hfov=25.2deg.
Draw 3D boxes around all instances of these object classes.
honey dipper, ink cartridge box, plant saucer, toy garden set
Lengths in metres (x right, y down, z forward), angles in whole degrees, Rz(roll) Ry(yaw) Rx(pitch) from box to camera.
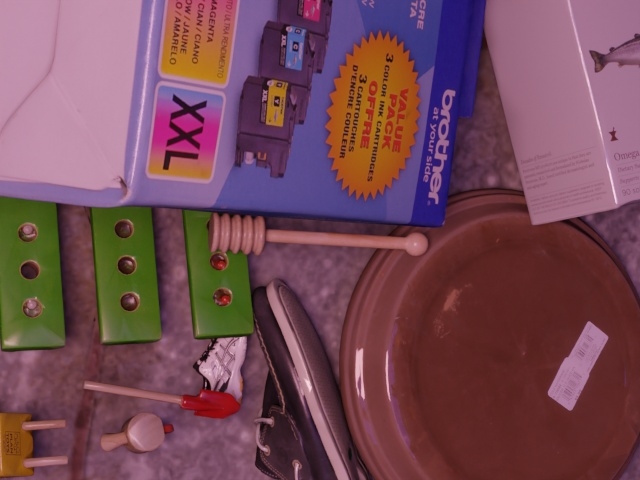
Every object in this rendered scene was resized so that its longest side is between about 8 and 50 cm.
[{"bbox_3d":[0.000,0.000,1.032,0.161,0.030,0.030,5,93,-13],"label":"honey dipper"},{"bbox_3d":[-0.028,-0.149,0.931,0.395,0.151,0.269,2,96,-56],"label":"ink cartridge box"},{"bbox_3d":[0.147,0.096,1.095,0.278,0.041,0.277,2,84,-24],"label":"plant saucer"},{"bbox_3d":[-0.171,0.071,1.011,0.244,0.049,0.203,-2,79,-18],"label":"toy garden set"}]

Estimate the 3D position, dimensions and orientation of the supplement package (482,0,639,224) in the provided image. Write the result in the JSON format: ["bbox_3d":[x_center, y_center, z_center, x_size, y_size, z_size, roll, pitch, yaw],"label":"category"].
[{"bbox_3d":[0.205,-0.113,1.065,0.105,0.105,0.179,-14,90,-28],"label":"supplement package"}]

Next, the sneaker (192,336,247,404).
[{"bbox_3d":[-0.076,0.087,1.061,0.037,0.032,0.083,2,93,-16],"label":"sneaker"}]

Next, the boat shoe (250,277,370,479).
[{"bbox_3d":[-0.017,0.144,1.060,0.079,0.084,0.233,-16,94,11],"label":"boat shoe"}]
